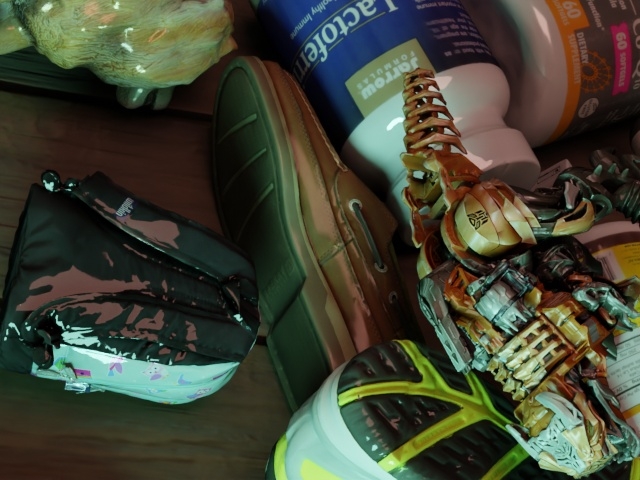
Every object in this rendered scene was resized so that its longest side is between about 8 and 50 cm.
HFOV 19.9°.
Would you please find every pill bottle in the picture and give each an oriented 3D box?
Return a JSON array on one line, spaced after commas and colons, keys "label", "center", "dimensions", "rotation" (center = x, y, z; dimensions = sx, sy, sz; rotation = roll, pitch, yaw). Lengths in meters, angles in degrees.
[{"label": "pill bottle", "center": [0.246, 0.101, 1.423], "dimensions": [0.117, 0.117, 0.215], "rotation": [-8, 63, -26]}, {"label": "pill bottle", "center": [0.061, -0.135, 1.477], "dimensions": [0.153, 0.153, 0.264], "rotation": [-17, 66, -30]}, {"label": "pill bottle", "center": [0.249, -0.182, 1.579], "dimensions": [0.278, 0.162, 0.162], "rotation": [-18, 67, -30]}]

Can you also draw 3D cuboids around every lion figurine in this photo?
[{"label": "lion figurine", "center": [-0.261, -0.239, 1.426], "dimensions": [0.392, 0.142, 0.240], "rotation": [43, 46, 14]}]

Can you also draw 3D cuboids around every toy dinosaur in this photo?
[{"label": "toy dinosaur", "center": [0.146, 0.008, 1.269], "dimensions": [0.218, 0.164, 0.322], "rotation": [-5, 77, -37]}]

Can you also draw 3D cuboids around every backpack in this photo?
[{"label": "backpack", "center": [-0.135, 0.045, 1.307], "dimensions": [0.182, 0.115, 0.152], "rotation": [14, 66, -14]}]

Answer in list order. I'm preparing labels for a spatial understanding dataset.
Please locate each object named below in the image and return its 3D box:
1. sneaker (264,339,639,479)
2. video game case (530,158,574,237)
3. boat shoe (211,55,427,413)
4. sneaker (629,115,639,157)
[{"label": "sneaker", "center": [0.132, 0.207, 1.307], "dimensions": [0.385, 0.147, 0.145], "rotation": [37, 44, -20]}, {"label": "video game case", "center": [0.164, -0.012, 1.462], "dimensions": [0.011, 0.087, 0.122], "rotation": [51, 25, -22]}, {"label": "boat shoe", "center": [0.000, 0.000, 1.404], "dimensions": [0.104, 0.111, 0.307], "rotation": [-6, 71, -29]}, {"label": "sneaker", "center": [0.362, 0.009, 1.533], "dimensions": [0.270, 0.090, 0.145], "rotation": [36, 51, -9]}]
